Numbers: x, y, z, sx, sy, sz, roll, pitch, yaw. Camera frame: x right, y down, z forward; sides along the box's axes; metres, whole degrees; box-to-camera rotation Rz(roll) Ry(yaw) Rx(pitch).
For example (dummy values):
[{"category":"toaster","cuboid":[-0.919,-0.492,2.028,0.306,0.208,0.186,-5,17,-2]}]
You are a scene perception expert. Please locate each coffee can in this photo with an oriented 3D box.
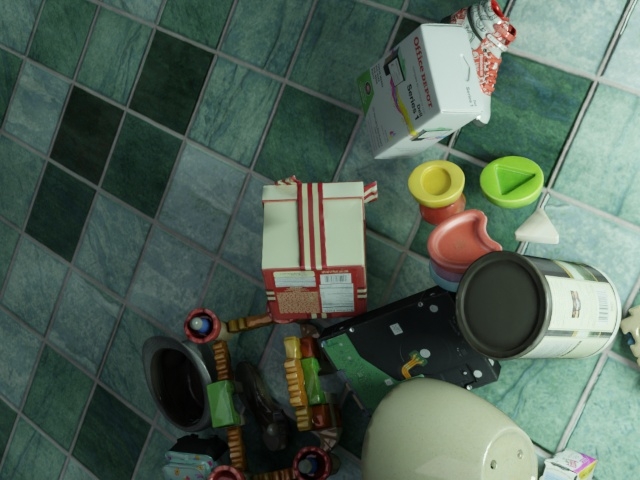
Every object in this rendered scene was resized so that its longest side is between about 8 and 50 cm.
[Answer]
[{"category":"coffee can","cuboid":[0.422,0.131,1.689,0.202,0.275,0.201,-8,79,45]}]

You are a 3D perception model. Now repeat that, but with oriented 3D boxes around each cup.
[{"category":"cup","cuboid":[0.278,0.440,1.715,0.237,0.331,0.331,-6,83,51]}]

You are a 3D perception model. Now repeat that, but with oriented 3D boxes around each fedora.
[{"category":"fedora","cuboid":[-0.331,0.349,2.250,0.244,0.124,0.275,-10,100,39]}]

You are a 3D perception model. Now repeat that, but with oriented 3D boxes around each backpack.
[{"category":"backpack","cuboid":[-0.297,0.600,2.203,0.166,0.144,0.188,-5,117,29]}]

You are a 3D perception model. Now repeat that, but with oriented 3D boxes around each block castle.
[{"category":"block castle","cuboid":[-0.134,0.358,2.034,0.303,0.213,0.453,-14,74,13]}]

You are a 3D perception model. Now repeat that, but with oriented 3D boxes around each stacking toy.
[{"category":"stacking toy","cuboid":[0.343,-0.033,1.849,0.280,0.130,0.308,-10,50,5]}]

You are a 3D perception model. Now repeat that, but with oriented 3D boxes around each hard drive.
[{"category":"hard drive","cuboid":[0.191,0.247,1.917,0.339,0.064,0.237,-25,105,28]}]

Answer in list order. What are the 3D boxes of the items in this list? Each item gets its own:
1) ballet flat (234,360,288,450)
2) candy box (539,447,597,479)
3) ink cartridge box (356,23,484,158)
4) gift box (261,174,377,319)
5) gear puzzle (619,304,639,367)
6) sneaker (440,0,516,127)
[{"category":"ballet flat","cuboid":[-0.143,0.411,2.189,0.084,0.058,0.249,-53,56,36]},{"category":"candy box","cuboid":[0.464,0.540,1.725,0.071,0.159,0.233,17,96,30]},{"category":"ink cartridge box","cuboid":[0.210,-0.318,1.903,0.278,0.117,0.201,-30,68,58]},{"category":"gift box","cuboid":[0.000,0.000,1.933,0.255,0.276,0.258,0,54,-1]},{"category":"gear puzzle","cuboid":[0.749,0.153,1.644,0.339,0.044,0.175,-30,70,25]},{"category":"sneaker","cuboid":[0.358,-0.391,1.897,0.145,0.090,0.270,-22,73,32]}]
